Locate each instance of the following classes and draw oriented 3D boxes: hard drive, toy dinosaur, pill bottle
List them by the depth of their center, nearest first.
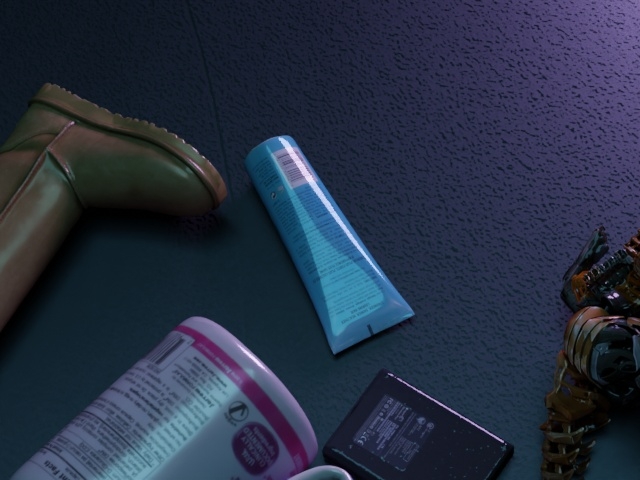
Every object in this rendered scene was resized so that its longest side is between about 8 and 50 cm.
[{"bbox_3d":[-0.152,0.210,1.551,0.283,0.160,0.160,-42,65,-17],"label":"pill bottle"},{"bbox_3d":[0.281,0.098,1.604,0.218,0.164,0.322,27,105,35],"label":"toy dinosaur"},{"bbox_3d":[0.083,0.179,1.625,0.135,0.022,0.094,30,67,21],"label":"hard drive"}]

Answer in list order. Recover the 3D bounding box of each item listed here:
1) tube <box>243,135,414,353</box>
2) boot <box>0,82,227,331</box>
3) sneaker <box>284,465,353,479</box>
[{"bbox_3d":[0.000,0.000,1.724,0.080,0.052,0.207,-28,67,-5],"label":"tube"},{"bbox_3d":[-0.246,0.006,1.726,0.236,0.089,0.269,23,65,29],"label":"boot"},{"bbox_3d":[-0.064,0.292,1.498,0.102,0.161,0.282,29,68,19],"label":"sneaker"}]
